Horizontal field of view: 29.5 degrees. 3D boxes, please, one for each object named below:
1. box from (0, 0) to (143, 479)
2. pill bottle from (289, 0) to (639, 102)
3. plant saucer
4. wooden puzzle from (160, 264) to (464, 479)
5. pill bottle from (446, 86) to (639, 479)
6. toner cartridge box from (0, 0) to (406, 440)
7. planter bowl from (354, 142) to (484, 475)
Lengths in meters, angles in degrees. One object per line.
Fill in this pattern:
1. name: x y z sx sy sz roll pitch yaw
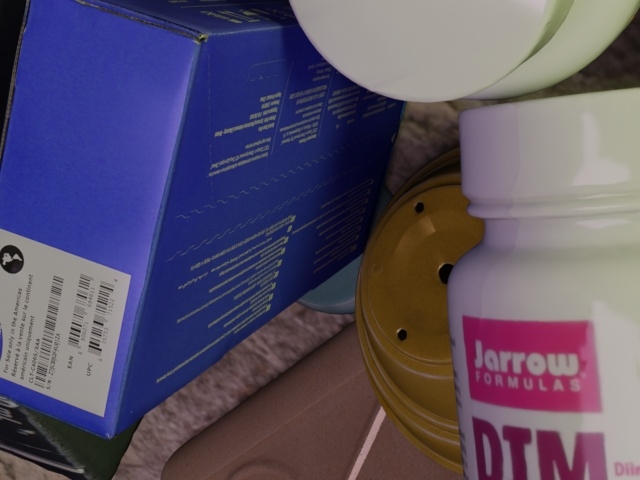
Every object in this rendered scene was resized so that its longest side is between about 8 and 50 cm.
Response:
1. box: -0.311 -0.145 0.615 0.472 0.297 0.480 16 156 17
2. pill bottle: 0.088 -0.152 0.561 0.152 0.272 0.152 10 116 21
3. plant saucer: 0.000 0.000 0.819 0.119 0.021 0.119 10 116 20
4. wooden puzzle: 0.051 0.230 0.796 0.322 0.080 0.348 -38 58 32
5. pill bottle: 0.141 0.075 0.548 0.160 0.160 0.283 -4 94 26
6. toner cartridge box: -0.038 -0.043 0.608 0.075 0.348 0.165 20 107 14
7. planter bowl: 0.090 0.025 0.685 0.217 0.090 0.217 -10 72 33
